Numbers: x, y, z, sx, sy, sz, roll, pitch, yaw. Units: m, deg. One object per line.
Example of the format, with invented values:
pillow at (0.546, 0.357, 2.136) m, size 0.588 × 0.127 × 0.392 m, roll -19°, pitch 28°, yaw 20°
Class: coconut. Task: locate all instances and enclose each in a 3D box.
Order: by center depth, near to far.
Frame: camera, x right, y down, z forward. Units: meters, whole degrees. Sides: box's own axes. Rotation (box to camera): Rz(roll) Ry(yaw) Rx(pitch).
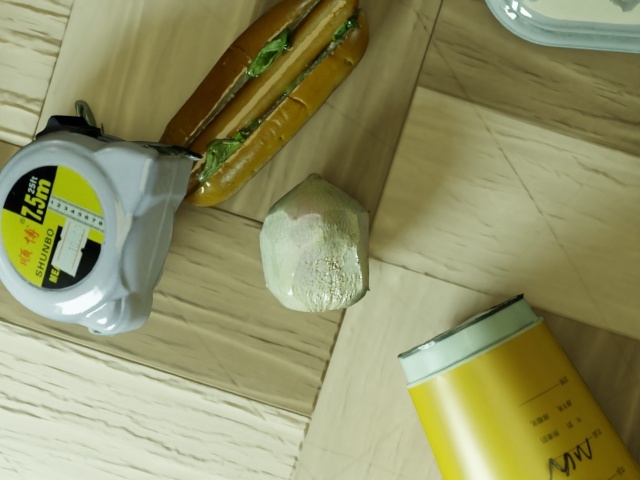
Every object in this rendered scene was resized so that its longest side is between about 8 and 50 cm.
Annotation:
coconut at (0.000, 0.000, 1.243) m, size 0.110 × 0.110 × 0.124 m, roll -2°, pitch 101°, yaw 2°

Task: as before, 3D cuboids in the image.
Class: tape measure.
tape measure at (-0.212, -0.020, 1.241) m, size 0.178 × 0.105 × 0.196 m, roll 25°, pitch 104°, yaw 21°

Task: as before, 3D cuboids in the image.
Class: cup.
cup at (0.188, 0.200, 1.219) m, size 0.196 × 0.196 × 0.279 m, roll -28°, pitch 86°, yaw 4°

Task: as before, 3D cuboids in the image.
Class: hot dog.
hot dog at (-0.056, -0.136, 1.251) m, size 0.100 × 0.068 × 0.249 m, roll 42°, pitch 95°, yaw -3°

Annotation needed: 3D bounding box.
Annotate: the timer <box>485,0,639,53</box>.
timer at (0.274, -0.290, 1.219) m, size 0.262 × 0.087 × 0.237 m, roll 4°, pitch 94°, yaw 1°
